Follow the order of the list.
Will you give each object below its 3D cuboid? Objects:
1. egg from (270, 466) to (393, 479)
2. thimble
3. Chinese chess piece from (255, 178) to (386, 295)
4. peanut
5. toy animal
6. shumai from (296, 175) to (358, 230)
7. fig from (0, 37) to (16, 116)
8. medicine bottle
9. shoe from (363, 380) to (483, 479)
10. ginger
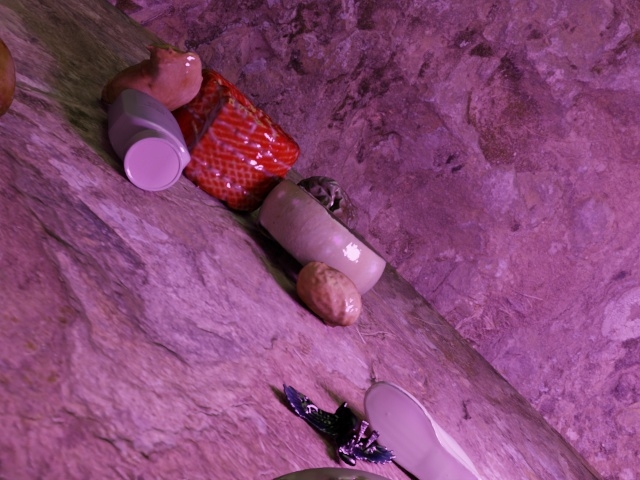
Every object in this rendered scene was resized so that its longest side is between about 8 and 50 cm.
[{"bbox_3d":[0.019,0.262,0.436,0.217,0.183,0.183,34,10,-5],"label":"egg"},{"bbox_3d":[-0.227,-0.249,1.541,0.350,0.231,0.350,40,8,-7],"label":"thimble"},{"bbox_3d":[0.000,0.000,1.501,0.349,0.146,0.349,41,3,-3],"label":"Chinese chess piece"},{"bbox_3d":[0.018,0.112,1.287,0.159,0.109,0.140,45,-11,-13],"label":"peanut"},{"bbox_3d":[0.036,0.273,0.858,0.220,0.062,0.108,38,-7,-22],"label":"toy animal"},{"bbox_3d":[-0.015,-0.043,1.816,0.225,0.222,0.261,18,-30,15],"label":"shumai"},{"bbox_3d":[-0.464,-0.202,0.798,0.149,0.149,0.245,43,-10,1],"label":"fig"},{"bbox_3d":[-0.347,-0.203,1.211,0.161,0.111,0.296,35,10,-33],"label":"medicine bottle"},{"bbox_3d":[0.170,0.339,0.999,0.265,0.095,0.110,49,4,4],"label":"shoe"},{"bbox_3d":[-0.380,-0.360,1.370,0.152,0.267,0.138,52,21,-28],"label":"ginger"}]
